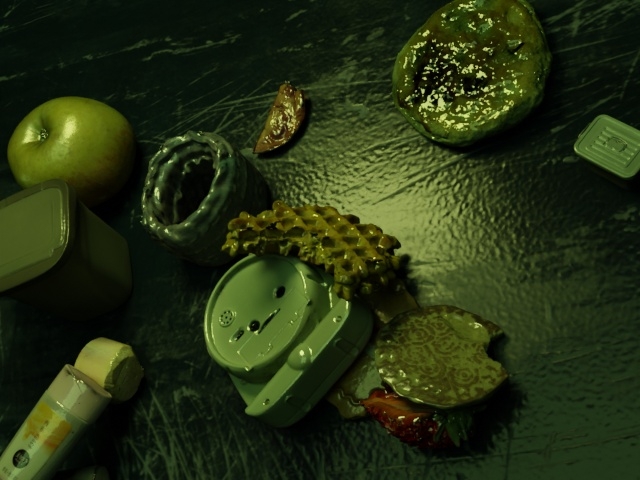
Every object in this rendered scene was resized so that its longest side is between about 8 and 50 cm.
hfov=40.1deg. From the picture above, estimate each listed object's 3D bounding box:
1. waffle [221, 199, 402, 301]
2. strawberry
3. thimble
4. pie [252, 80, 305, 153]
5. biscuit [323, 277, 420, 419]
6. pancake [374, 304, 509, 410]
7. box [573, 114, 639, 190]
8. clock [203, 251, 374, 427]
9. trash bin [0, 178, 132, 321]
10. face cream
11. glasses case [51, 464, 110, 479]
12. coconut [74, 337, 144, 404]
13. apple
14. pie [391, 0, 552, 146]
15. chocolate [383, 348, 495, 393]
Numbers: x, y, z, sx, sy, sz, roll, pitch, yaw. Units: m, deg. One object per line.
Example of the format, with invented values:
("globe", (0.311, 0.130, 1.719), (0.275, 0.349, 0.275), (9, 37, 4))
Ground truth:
("waffle", (0.000, 0.000, 1.487), (0.293, 0.260, 0.069), (21, 115, 20))
("strawberry", (0.160, 0.280, 1.361), (0.192, 0.140, 0.085), (-8, 103, 3))
("thimble", (-0.226, -0.079, 1.660), (0.205, 0.172, 0.236), (24, 81, 34))
("pie", (-0.074, -0.245, 1.745), (0.092, 0.034, 0.169), (6, 70, 31))
("biscuit", (0.081, 0.177, 1.486), (0.184, 0.035, 0.249), (32, 83, 32))
("pancake", (0.189, 0.177, 1.373), (0.212, 0.029, 0.235), (4, 36, 11))
("box", (0.482, -0.139, 1.427), (0.122, 0.069, 0.084), (37, 84, 32))
("clock", (-0.085, 0.140, 1.515), (0.265, 0.109, 0.324), (-51, 49, 2))
("trash bin", (-0.500, 0.033, 1.685), (0.220, 0.250, 0.219), (-20, 60, 15))
("face cream", (-0.482, 0.352, 1.526), (0.107, 0.073, 0.269), (35, 83, 13))
("glasses case", (-0.524, 0.486, 1.604), (0.299, 0.060, 0.114), (-12, 68, 19))
("coconut", (-0.402, 0.242, 1.631), (0.122, 0.116, 0.116), (12, 73, 28))
("apple", (-0.516, -0.181, 1.821), (0.261, 0.194, 0.260), (-10, 65, 23))
("pie", (0.270, -0.315, 1.603), (0.323, 0.070, 0.323), (-10, 64, 22))
("chocolate", (0.188, 0.206, 1.394), (0.183, 0.028, 0.086), (-5, 31, 8))
